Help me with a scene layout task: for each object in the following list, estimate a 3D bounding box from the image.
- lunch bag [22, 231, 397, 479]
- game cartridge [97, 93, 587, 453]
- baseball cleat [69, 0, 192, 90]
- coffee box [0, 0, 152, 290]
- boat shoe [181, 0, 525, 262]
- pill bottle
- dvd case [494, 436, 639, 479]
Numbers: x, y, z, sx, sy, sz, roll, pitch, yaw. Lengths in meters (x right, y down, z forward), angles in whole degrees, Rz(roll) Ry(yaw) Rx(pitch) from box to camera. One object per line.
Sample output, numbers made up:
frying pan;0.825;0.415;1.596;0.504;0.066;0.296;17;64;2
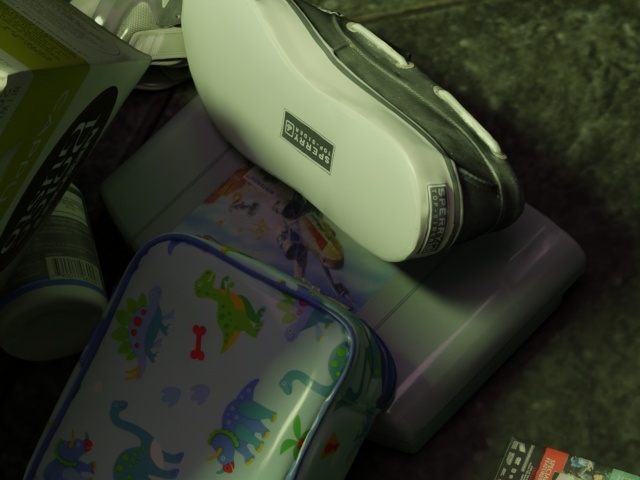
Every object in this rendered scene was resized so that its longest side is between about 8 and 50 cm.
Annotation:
lunch bag;-0.072;0.114;1.152;0.176;0.090;0.219;25;89;24
game cartridge;0.000;0.000;1.265;0.297;0.062;0.198;36;68;29
baseball cleat;-0.094;-0.180;1.398;0.206;0.072;0.109;-39;72;-8
coffee box;-0.346;-0.054;1.076;0.338;0.334;0.337;34;99;2
boat shoe;0.017;-0.091;1.234;0.102;0.108;0.301;-11;36;-34
pill bottle;-0.190;0.005;1.286;0.078;0.078;0.137;-18;56;1
dvd case;0.155;0.172;1.145;0.119;0.013;0.087;15;63;22
